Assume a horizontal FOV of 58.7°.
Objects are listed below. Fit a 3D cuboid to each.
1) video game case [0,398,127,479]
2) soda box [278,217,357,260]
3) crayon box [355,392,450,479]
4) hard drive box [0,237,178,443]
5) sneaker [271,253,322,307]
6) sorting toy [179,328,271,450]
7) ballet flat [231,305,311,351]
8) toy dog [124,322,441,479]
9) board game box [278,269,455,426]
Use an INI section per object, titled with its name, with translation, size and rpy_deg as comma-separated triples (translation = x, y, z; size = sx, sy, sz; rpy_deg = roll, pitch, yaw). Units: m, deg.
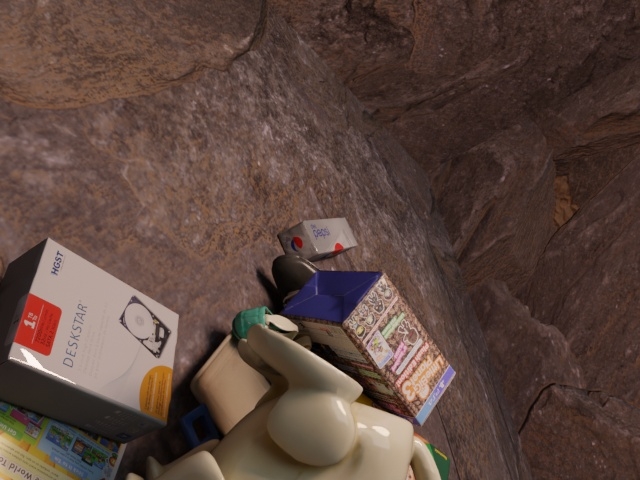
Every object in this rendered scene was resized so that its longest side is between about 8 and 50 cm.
[video game case]
translation = -0.344, 0.229, 0.727
size = 0.227, 0.026, 0.206
rpy_deg = 50, 27, -29
[soda box]
translation = 0.000, 0.000, 1.585
size = 0.286, 0.091, 0.098
rpy_deg = -8, 72, -65
[crayon box]
translation = 0.066, 0.456, 1.049
size = 0.363, 0.106, 0.313
rpy_deg = 38, 37, -11
[hard drive box]
translation = -0.308, 0.138, 0.751
size = 0.232, 0.089, 0.181
rpy_deg = 41, 31, -40
[sneaker]
translation = -0.018, 0.187, 1.308
size = 0.331, 0.122, 0.146
rpy_deg = 59, 28, -17
[sorting toy]
translation = -0.155, 0.284, 1.029
size = 0.196, 0.047, 0.348
rpy_deg = 62, 23, -11
[ballet flat]
translation = -0.069, 0.203, 1.123
size = 0.247, 0.087, 0.083
rpy_deg = 44, 33, -43
[toy dog]
translation = -0.072, 0.376, 0.765
size = 0.395, 0.284, 0.408
rpy_deg = 35, 72, -11
[board game box]
translation = 0.095, 0.214, 1.181
size = 0.141, 0.232, 0.291
rpy_deg = -47, 114, -26
